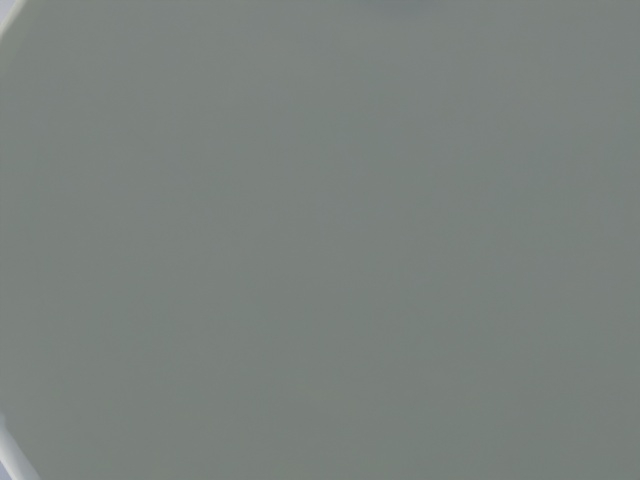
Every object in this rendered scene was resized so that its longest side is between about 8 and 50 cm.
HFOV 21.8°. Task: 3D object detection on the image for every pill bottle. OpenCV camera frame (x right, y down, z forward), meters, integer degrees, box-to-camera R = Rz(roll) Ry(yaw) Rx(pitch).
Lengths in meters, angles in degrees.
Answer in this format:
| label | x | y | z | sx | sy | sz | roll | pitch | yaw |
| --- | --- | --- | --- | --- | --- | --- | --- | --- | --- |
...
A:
| label | x | y | z | sx | sy | sz | roll | pitch | yaw |
| --- | --- | --- | --- | --- | --- | --- | --- | --- | --- |
| pill bottle | 0.000 | 0.000 | 0.512 | 0.204 | 0.204 | 0.361 | 18 | 180 | -2 |
